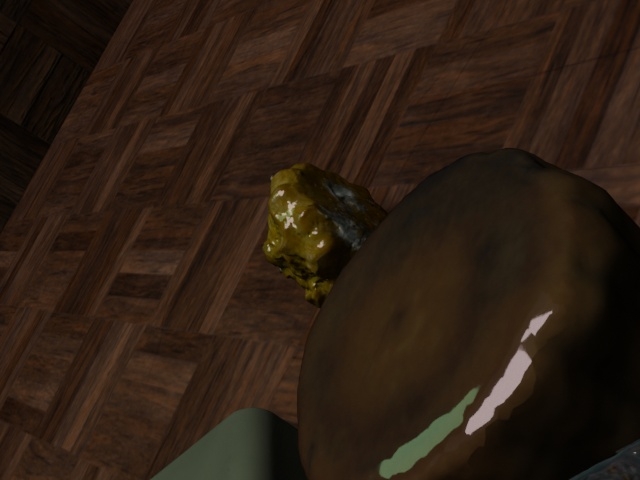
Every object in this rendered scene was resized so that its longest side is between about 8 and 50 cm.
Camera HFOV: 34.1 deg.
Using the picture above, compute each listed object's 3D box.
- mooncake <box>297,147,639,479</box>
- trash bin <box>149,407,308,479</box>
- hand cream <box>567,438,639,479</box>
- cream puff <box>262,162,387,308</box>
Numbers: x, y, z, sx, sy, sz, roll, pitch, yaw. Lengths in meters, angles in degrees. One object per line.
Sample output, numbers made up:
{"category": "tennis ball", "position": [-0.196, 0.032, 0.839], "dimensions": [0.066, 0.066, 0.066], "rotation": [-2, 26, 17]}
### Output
{"category": "mooncake", "position": [0.121, 0.084, 0.759], "dimensions": [0.290, 0.161, 0.290], "rotation": [-40, 31, 30]}
{"category": "trash bin", "position": [-0.071, 0.329, 0.815], "dimensions": [0.223, 0.158, 0.343], "rotation": [-41, 27, 22]}
{"category": "hand cream", "position": [0.238, 0.112, 0.598], "dimensions": [0.247, 0.052, 0.075], "rotation": [-34, 48, 4]}
{"category": "cream puff", "position": [0.000, 0.000, 1.079], "dimensions": [0.116, 0.146, 0.146], "rotation": [-62, 23, 27]}
